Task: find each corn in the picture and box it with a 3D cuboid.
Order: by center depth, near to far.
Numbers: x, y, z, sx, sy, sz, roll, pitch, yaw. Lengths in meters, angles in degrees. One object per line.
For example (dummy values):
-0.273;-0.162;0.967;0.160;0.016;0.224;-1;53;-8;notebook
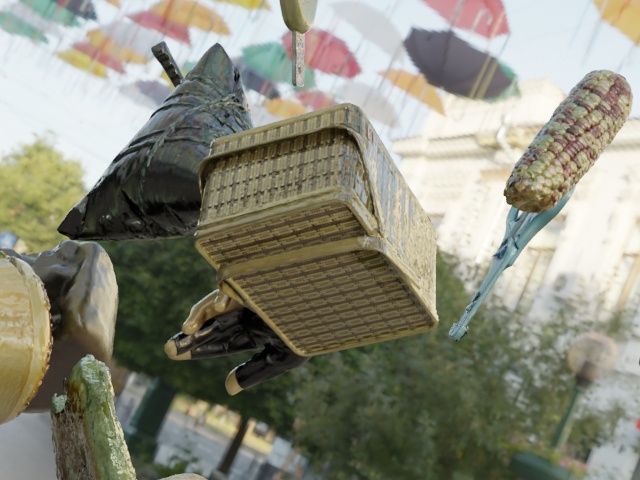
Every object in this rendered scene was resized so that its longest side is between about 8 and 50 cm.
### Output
0.316;-0.121;1.305;0.086;0.253;0.086;29;-32;21;corn

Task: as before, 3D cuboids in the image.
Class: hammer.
-0.227;-0.235;1.893;0.288;0.033;0.111;60;12;-14;hammer

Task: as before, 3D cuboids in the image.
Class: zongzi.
-0.178;-0.109;1.652;0.362;0.383;0.319;2;-60;43;zongzi

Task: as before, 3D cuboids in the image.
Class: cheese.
-0.031;-0.318;1.482;0.037;0.192;0.097;3;7;24;cheese

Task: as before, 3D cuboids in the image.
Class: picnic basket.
0.000;0.000;1.328;0.228;0.175;0.313;-13;-41;22;picnic basket

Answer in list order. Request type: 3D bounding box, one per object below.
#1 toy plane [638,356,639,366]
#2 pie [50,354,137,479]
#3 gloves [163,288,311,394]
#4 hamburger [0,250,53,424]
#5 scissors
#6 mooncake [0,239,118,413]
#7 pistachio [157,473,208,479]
0.577;0.224;1.763;0.060;0.145;0.037;-3;-41;38;toy plane
-0.336;0.323;1.509;0.067;0.302;0.302;-2;5;-30;pie
-0.109;0.142;1.679;0.301;0.197;0.152;-16;0;-2;gloves
-0.546;0.157;1.672;0.176;0.300;0.300;5;6;-44;hamburger
0.342;0.015;1.879;0.032;0.393;0.180;35;-7;-11;scissors
-0.577;0.136;1.898;0.394;0.246;0.393;28;-52;-22;mooncake
-0.280;0.601;2.101;0.321;0.238;0.229;-2;-41;23;pistachio
